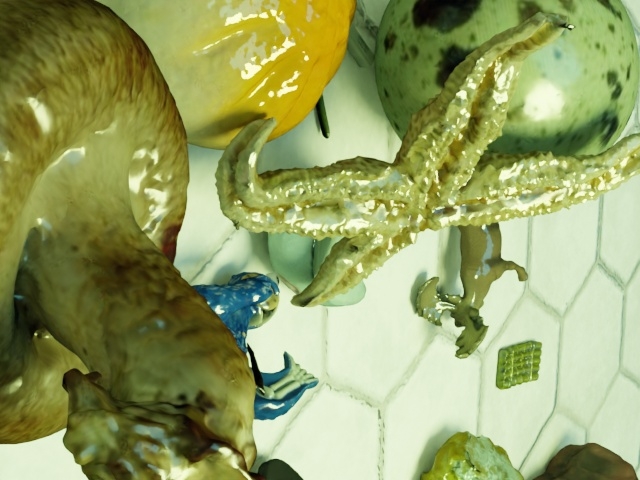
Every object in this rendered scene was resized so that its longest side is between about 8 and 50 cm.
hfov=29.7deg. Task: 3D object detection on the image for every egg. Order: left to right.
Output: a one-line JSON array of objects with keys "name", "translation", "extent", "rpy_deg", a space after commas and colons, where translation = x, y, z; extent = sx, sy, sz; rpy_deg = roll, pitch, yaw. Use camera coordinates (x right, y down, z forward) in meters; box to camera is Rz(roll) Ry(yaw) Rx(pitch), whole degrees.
[{"name": "egg", "translation": [0.218, -0.193, 1.369], "extent": [0.379, 0.288, 0.287], "rpy_deg": [12, 87, -54]}]

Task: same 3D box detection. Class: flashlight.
[{"name": "flashlight", "translation": [0.034, -0.224, 1.340], "extent": [0.083, 0.018, 0.018], "rpy_deg": [48, 55, -47]}]

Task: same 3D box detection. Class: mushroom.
[{"name": "mushroom", "translation": [-0.170, -0.004, 0.815], "extent": [0.334, 0.356, 0.331], "rpy_deg": [-61, 138, -29]}]

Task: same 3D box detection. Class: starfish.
[{"name": "starfish", "translation": [0.123, -0.083, 1.144], "extent": [0.324, 0.432, 0.082], "rpy_deg": [67, 1, -54]}]

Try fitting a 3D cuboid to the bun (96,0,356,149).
[{"name": "bun", "translation": [-0.062, -0.230, 1.084], "extent": [0.299, 0.165, 0.298], "rpy_deg": [-17, 111, -53]}]

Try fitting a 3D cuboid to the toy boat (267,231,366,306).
[{"name": "toy boat", "translation": [0.000, 0.000, 1.311], "extent": [0.208, 0.079, 0.134], "rpy_deg": [22, 86, -65]}]

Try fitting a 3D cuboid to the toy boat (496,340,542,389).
[{"name": "toy boat", "translation": [0.295, 0.184, 1.788], "extent": [0.115, 0.016, 0.063], "rpy_deg": [-5, 102, -54]}]

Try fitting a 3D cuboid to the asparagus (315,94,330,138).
[{"name": "asparagus", "translation": [-0.006, -0.188, 1.298], "extent": [0.016, 0.013, 0.166], "rpy_deg": [-13, 112, -8]}]

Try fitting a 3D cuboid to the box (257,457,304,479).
[{"name": "box", "translation": [-0.020, 0.358, 1.300], "extent": [0.212, 0.042, 0.201], "rpy_deg": [57, 22, -46]}]

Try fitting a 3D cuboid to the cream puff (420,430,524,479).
[{"name": "cream puff", "translation": [0.196, 0.338, 1.611], "extent": [0.121, 0.156, 0.156], "rpy_deg": [-111, -163, -73]}]

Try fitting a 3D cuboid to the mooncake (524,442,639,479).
[{"name": "mooncake", "translation": [0.384, 0.466, 1.843], "extent": [0.326, 0.174, 0.333], "rpy_deg": [37, 68, -48]}]

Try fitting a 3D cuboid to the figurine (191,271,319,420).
[{"name": "figurine", "translation": [-0.107, 0.117, 1.150], "extent": [0.262, 0.121, 0.164], "rpy_deg": [-43, 119, -57]}]

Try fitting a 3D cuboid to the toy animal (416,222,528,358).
[{"name": "toy animal", "translation": [0.198, 0.042, 1.575], "extent": [0.186, 0.094, 0.214], "rpy_deg": [-6, 95, -58]}]
